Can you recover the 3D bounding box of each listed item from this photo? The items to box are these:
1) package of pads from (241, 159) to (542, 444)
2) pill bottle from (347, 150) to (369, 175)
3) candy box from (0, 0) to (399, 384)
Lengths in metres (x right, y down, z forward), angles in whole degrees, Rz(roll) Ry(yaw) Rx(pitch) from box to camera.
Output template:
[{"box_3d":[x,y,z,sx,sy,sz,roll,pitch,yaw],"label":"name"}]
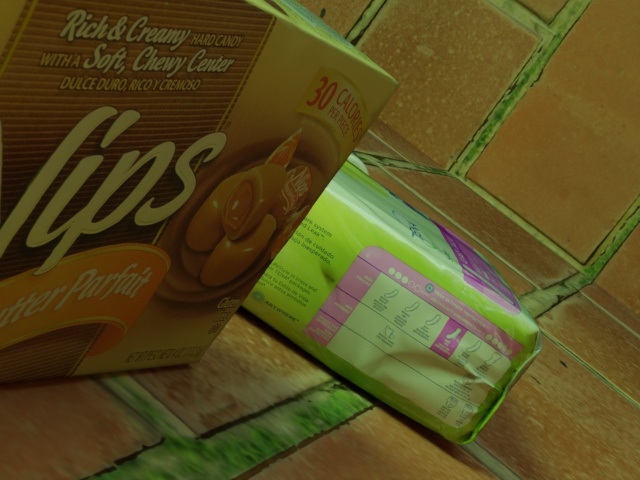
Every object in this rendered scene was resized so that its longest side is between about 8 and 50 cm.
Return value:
[{"box_3d":[0.000,0.000,0.891,0.296,0.101,0.229,34,9,-8],"label":"package of pads"},{"box_3d":[0.005,-0.075,1.317,0.067,0.067,0.120,32,11,-22],"label":"pill bottle"},{"box_3d":[-0.095,-0.037,0.517,0.087,0.183,0.316,39,11,18],"label":"candy box"}]
